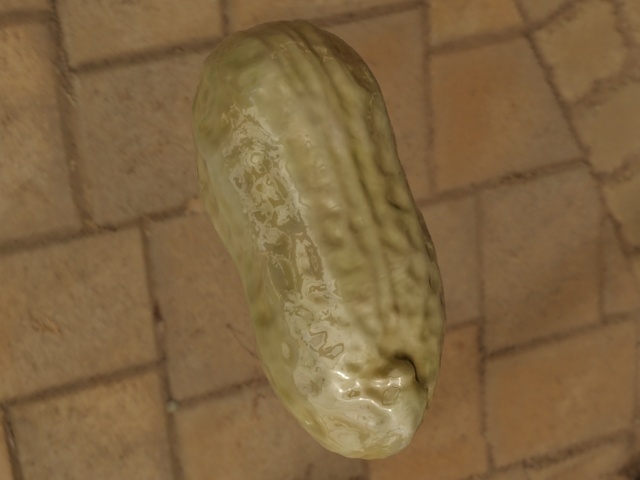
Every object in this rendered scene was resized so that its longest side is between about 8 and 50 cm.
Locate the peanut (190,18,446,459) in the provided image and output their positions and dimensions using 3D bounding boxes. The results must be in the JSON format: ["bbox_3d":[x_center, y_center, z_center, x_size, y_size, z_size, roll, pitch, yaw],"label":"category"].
[{"bbox_3d":[0.000,0.000,0.920,0.152,0.152,0.313,-18,82,-19],"label":"peanut"}]
